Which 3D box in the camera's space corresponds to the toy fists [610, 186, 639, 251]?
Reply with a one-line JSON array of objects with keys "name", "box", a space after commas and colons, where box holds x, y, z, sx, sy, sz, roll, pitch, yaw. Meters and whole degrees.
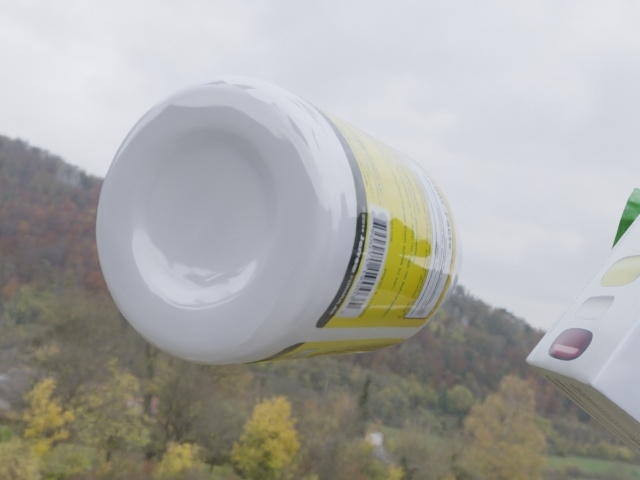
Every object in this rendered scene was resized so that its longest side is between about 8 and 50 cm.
[{"name": "toy fists", "box": [0.356, 0.077, 0.764, 0.142, 0.279, 0.096, 21, 33, 28]}]

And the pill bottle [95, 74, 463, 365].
[{"name": "pill bottle", "box": [0.000, 0.000, 0.617, 0.188, 0.187, 0.334, 9, -1, 27]}]

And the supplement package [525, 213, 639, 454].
[{"name": "supplement package", "box": [0.309, 0.048, 0.503, 0.204, 0.261, 0.145, 39, -3, 1]}]
